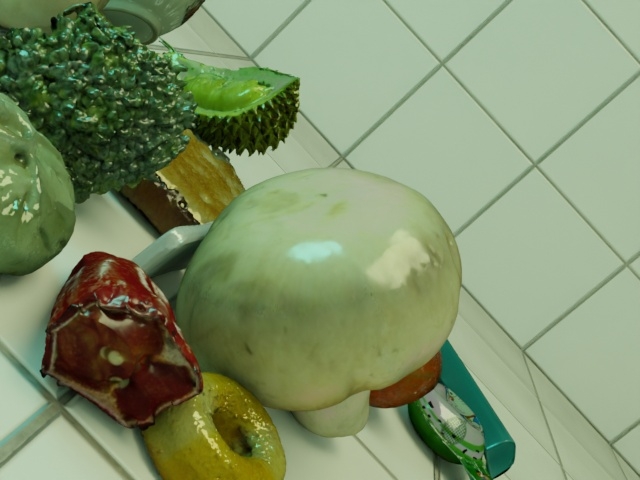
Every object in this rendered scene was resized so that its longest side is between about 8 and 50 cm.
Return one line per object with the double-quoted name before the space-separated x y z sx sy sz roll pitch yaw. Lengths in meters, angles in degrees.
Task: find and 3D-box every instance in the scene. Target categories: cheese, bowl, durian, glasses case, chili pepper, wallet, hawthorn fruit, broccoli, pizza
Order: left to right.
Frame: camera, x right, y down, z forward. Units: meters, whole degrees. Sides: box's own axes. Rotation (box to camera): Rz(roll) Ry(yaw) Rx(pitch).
"broccoli" -0.313 -0.157 1.063 0.288 0.248 0.245 30 -18 -25
"chili pepper" -0.194 0.077 0.851 0.144 0.136 0.252 6 16 -14
"bowl" -0.384 -0.492 1.704 0.337 0.337 0.157 29 63 -54
"pizza" -0.250 -0.116 1.313 0.392 0.080 0.435 39 14 -36
"wallet" -0.182 0.013 1.094 0.033 0.095 0.190 56 14 4
"durian" -0.184 -0.258 1.606 0.352 0.169 0.158 18 -11 30
"hawthorn fruit" 0.102 0.189 1.361 0.173 0.173 0.173 45 13 -13
"cheese" 0.246 0.357 1.494 0.204 0.083 0.320 34 17 -48
"glasses case" 0.293 0.323 1.715 0.301 0.070 0.117 -122 -171 -45

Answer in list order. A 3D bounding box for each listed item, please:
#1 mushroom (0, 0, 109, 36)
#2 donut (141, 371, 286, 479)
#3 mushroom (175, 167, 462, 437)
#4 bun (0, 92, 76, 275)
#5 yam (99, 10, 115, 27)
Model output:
"mushroom" -0.426 -0.492 1.267 0.314 0.336 0.314 25 27 -14
"donut" -0.100 0.201 0.858 0.162 0.065 0.178 51 12 16
"mushroom" -0.018 0.070 1.046 0.325 0.353 0.353 13 29 -29
"bun" -0.320 -0.066 0.812 0.204 0.126 0.212 50 12 5
"yam" -0.396 -0.339 1.442 0.194 0.107 0.107 52 13 21
